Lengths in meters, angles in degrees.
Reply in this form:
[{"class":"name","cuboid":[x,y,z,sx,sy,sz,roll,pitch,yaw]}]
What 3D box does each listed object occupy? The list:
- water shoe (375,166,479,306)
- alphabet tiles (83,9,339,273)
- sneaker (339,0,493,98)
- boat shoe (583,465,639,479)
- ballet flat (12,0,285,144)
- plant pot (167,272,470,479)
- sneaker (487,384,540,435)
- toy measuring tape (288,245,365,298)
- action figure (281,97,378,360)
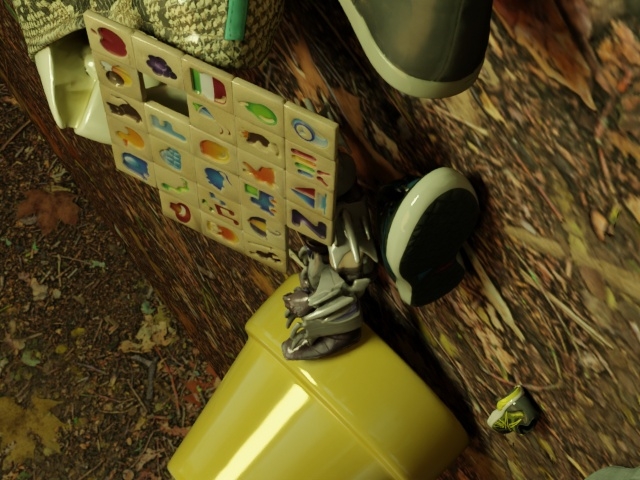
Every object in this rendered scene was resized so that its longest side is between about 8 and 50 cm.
[{"class":"water shoe","cuboid":[0.066,-0.014,1.014,0.080,0.073,0.203,57,169,20]},{"class":"alphabet tiles","cuboid":[-0.076,-0.058,1.012,0.198,0.009,0.237,25,153,13]},{"class":"sneaker","cuboid":[0.034,-0.192,0.709,0.222,0.083,0.118,58,151,26]},{"class":"boat shoe","cuboid":[0.234,0.203,0.951,0.076,0.083,0.226,45,179,2]},{"class":"ballet flat","cuboid":[-0.158,-0.166,1.121,0.483,0.164,0.182,-177,89,-66]},{"class":"plant pot","cuboid":[-0.018,0.202,1.397,0.254,0.239,0.254,44,172,8]},{"class":"sneaker","cuboid":[0.165,0.153,1.158,0.035,0.031,0.083,51,167,20]},{"class":"toy measuring tape","cuboid":[-0.034,-0.053,1.313,0.330,0.121,0.121,36,-176,-42]},{"class":"action figure","cuboid":[0.000,0.000,1.176,0.285,0.099,0.185,82,-176,-60]}]
